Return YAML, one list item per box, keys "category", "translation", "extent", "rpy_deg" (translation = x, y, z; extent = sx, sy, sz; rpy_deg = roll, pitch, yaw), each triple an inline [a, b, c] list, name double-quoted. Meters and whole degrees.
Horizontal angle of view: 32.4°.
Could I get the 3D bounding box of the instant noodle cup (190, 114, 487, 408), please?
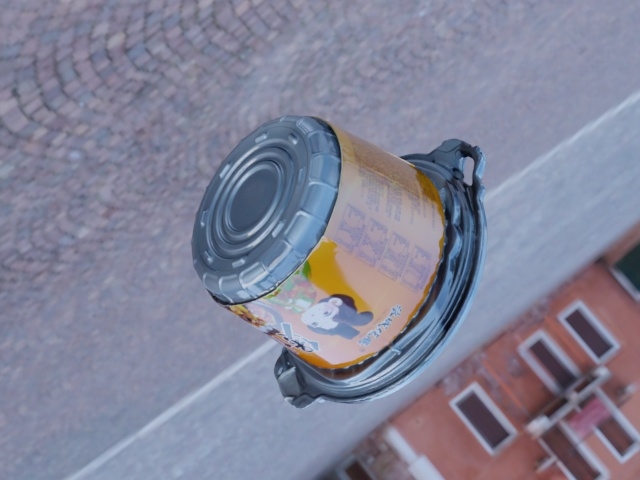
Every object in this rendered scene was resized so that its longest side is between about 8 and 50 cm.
- category: "instant noodle cup"
  translation: [0.000, 0.000, 0.700]
  extent: [0.125, 0.177, 0.208]
  rpy_deg: [31, 85, -36]
